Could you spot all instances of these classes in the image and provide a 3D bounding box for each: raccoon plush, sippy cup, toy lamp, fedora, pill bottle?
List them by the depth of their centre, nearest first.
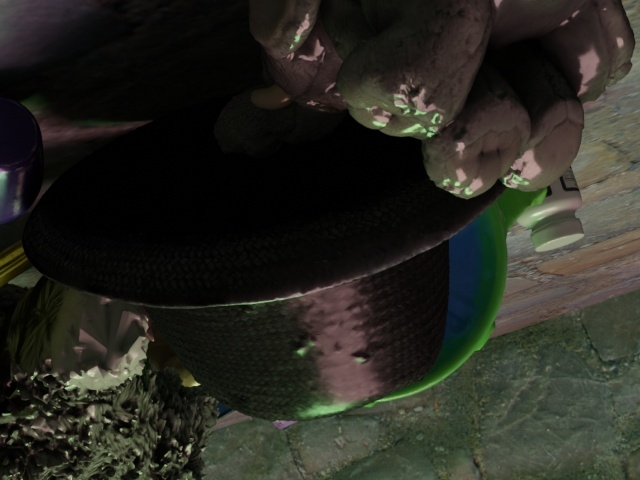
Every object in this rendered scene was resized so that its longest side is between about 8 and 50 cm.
[{"bbox_3d":[-0.021,0.011,0.781,0.334,0.152,0.334,-12,-159,5],"label":"fedora"},{"bbox_3d":[-0.244,-0.023,0.846,0.080,0.080,0.274,-10,169,-29],"label":"toy lamp"},{"bbox_3d":[-0.160,0.172,1.062,0.299,0.216,0.446,22,168,-27],"label":"raccoon plush"},{"bbox_3d":[0.036,0.017,1.101,0.305,0.240,0.224,8,179,1],"label":"sippy cup"},{"bbox_3d":[0.212,-0.053,1.202,0.067,0.120,0.067,-16,167,-4],"label":"pill bottle"}]

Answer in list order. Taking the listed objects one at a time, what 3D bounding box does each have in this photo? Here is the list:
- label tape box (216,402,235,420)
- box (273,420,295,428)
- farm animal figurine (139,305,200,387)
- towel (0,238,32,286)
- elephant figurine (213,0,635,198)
[{"bbox_3d":[-0.124,0.173,1.662,0.240,0.106,0.333,-29,175,-28],"label":"label tape box"},{"bbox_3d":[0.035,0.155,1.802,0.201,0.057,0.293,-51,-172,-32],"label":"box"},{"bbox_3d":[-0.192,0.134,1.368,0.330,0.172,0.327,-14,168,-12],"label":"farm animal figurine"},{"bbox_3d":[-0.175,-0.009,0.924,0.237,0.021,0.102,-33,179,-24],"label":"towel"},{"bbox_3d":[0.019,-0.124,0.612,0.169,0.239,0.186,39,84,-43],"label":"elephant figurine"}]
